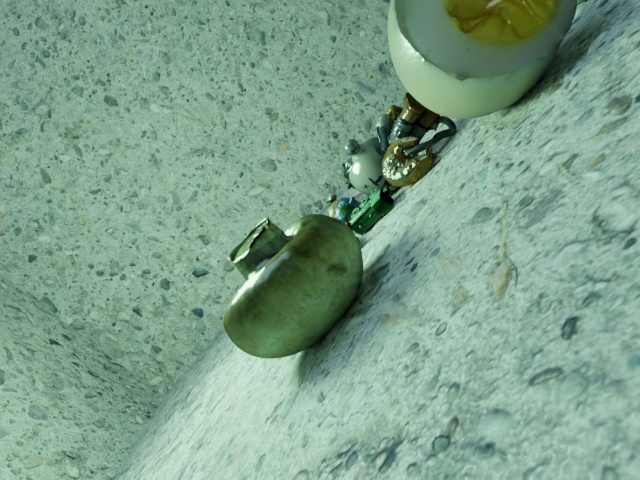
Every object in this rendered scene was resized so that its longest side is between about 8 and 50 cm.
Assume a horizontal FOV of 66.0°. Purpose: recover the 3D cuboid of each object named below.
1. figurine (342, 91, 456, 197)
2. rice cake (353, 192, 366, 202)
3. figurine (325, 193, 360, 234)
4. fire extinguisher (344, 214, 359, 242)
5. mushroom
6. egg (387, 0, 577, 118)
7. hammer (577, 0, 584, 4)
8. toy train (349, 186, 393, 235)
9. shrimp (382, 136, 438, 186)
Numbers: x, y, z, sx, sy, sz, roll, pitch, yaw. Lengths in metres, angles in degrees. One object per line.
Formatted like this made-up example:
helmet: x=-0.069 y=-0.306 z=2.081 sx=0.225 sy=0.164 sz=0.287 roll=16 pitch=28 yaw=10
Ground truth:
figurine: x=0.203 y=-0.279 z=1.502 sx=0.382 sy=0.261 sz=0.186 roll=123 pitch=158 yaw=-43
rice cake: x=0.149 y=-0.153 z=1.929 sx=0.081 sy=0.051 sz=0.290 roll=-50 pitch=6 yaw=-8
figurine: x=0.081 y=-0.089 z=1.620 sx=0.178 sy=0.145 sz=0.114 roll=13 pitch=-83 yaw=-67
fire extinguisher: x=0.052 y=-0.001 z=1.449 sx=0.075 sy=0.106 sz=0.252 roll=-31 pitch=1 yaw=-14
mushroom: x=-0.065 y=0.084 z=1.054 sx=0.352 sy=0.260 sz=0.352 roll=-44 pitch=11 yaw=11
egg: x=0.326 y=-0.432 z=1.089 sx=0.354 sy=0.354 sz=0.340 roll=-50 pitch=-12 yaw=-3
hammer: x=0.670 y=-0.658 z=1.197 sx=0.194 sy=0.069 sz=0.116 roll=-48 pitch=3 yaw=-27
toy train: x=0.147 y=-0.084 z=1.463 sx=0.170 sy=0.071 sz=0.111 roll=-47 pitch=14 yaw=30
shrimp: x=0.240 y=-0.223 z=1.362 sx=0.187 sy=0.132 sz=0.052 roll=-26 pitch=3 yaw=42
